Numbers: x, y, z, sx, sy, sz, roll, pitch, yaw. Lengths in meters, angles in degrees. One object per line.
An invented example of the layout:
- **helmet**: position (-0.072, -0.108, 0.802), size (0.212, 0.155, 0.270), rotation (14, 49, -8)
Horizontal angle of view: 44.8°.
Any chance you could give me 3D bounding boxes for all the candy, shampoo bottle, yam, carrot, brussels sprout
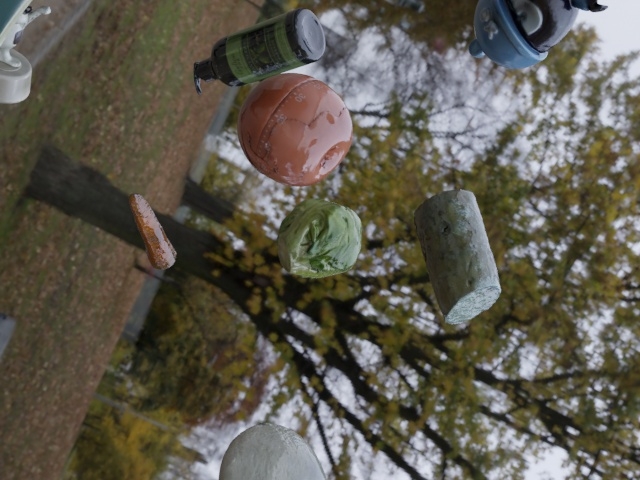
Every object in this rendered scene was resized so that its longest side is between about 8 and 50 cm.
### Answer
- **candy**: position (-0.087, 0.500, 1.525), size (0.185, 0.295, 0.295), rotation (-25, -151, 21)
- **shampoo bottle**: position (-0.131, -0.353, 1.476), size (0.284, 0.101, 0.101), rotation (-10, -134, 32)
- **yam**: position (0.216, 0.027, 1.213), size (0.107, 0.107, 0.194), rotation (-47, -135, 46)
- **carrot**: position (-0.325, -0.027, 1.463), size (0.224, 0.057, 0.057), rotation (81, 24, -56)
- **brussels sprout**: position (0.000, 0.000, 1.905), size (0.223, 0.223, 0.161), rotation (-58, -152, 17)

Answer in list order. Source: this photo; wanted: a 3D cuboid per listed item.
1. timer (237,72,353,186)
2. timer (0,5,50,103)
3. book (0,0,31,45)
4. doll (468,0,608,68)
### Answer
- **timer**: position (-0.051, -0.227, 1.607), size (0.230, 0.215, 0.229), rotation (-40, 154, -24)
- **timer**: position (-0.788, -0.499, 1.946), size (0.266, 0.175, 0.175), rotation (-56, -165, 34)
- **book**: position (-0.765, -0.508, 1.506), size (0.031, 0.379, 0.264), rotation (117, -10, -49)
- **doll**: position (0.383, -0.418, 1.366), size (0.314, 0.141, 0.177), rotation (-35, -114, 43)
